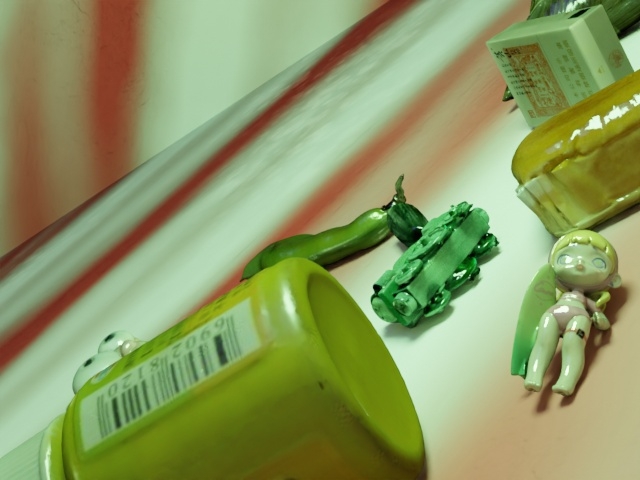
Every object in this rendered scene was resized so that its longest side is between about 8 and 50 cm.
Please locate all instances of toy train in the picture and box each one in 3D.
[{"bbox_3d":[0.124,0.027,1.241,0.178,0.071,0.104,-46,11,-34],"label":"toy train"}]

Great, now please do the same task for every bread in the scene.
[{"bbox_3d":[0.319,-0.108,1.158,0.241,0.107,0.136,-30,15,19],"label":"bread"}]

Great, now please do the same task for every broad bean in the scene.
[{"bbox_3d":[0.005,0.007,1.554,0.325,0.067,0.075,-22,52,34],"label":"broad bean"}]

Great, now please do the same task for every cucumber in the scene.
[{"bbox_3d":[0.117,-0.013,1.405,0.048,0.048,0.105,-36,19,2],"label":"cucumber"}]

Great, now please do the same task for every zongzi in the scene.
[{"bbox_3d":[0.397,-0.306,1.590,0.248,0.111,0.241,-7,50,48],"label":"zongzi"}]

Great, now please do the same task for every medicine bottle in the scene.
[{"bbox_3d":[-0.119,0.200,0.979,0.384,0.224,0.224,-32,17,12],"label":"medicine bottle"}]

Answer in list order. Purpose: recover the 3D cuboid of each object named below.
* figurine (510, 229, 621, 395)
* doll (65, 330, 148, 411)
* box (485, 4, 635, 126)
[{"bbox_3d":[0.220,0.064,0.977,0.083,0.083,0.187,-20,35,42],"label":"figurine"},{"bbox_3d":[-0.203,0.161,1.449,0.278,0.119,0.154,-28,21,11],"label":"doll"},{"bbox_3d":[0.311,-0.218,1.411,0.058,0.141,0.201,-35,17,-15],"label":"box"}]
